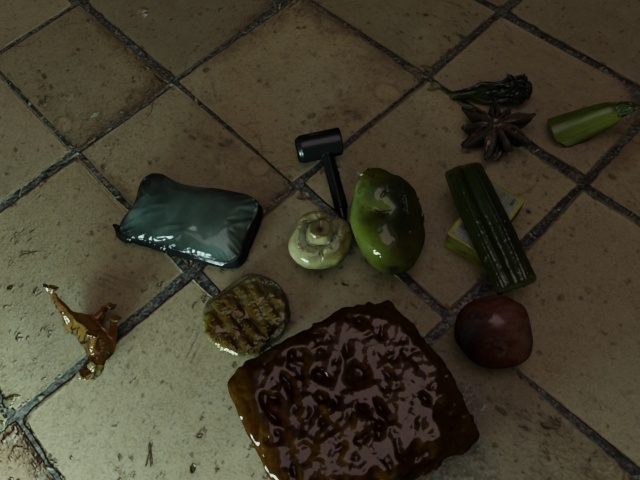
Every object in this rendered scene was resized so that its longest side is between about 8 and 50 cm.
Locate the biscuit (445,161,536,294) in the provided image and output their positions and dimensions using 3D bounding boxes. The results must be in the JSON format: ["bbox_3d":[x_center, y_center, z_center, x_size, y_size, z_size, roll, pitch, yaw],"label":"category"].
[{"bbox_3d":[0.362,-0.039,1.318,0.099,0.038,0.323,-16,63,-1],"label":"biscuit"}]

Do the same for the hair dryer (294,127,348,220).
[{"bbox_3d":[0.014,-0.153,1.480,0.114,0.071,0.248,-12,69,-2],"label":"hair dryer"}]

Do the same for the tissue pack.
[{"bbox_3d":[0.367,-0.039,1.373,0.095,0.062,0.176,34,68,19],"label":"tissue pack"}]

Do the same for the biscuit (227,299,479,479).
[{"bbox_3d":[0.051,0.316,1.149,0.394,0.166,0.343,-29,60,-9],"label":"biscuit"}]

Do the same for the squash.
[{"bbox_3d":[0.661,-0.288,1.478,0.200,0.075,0.090,-15,39,22],"label":"squash"}]

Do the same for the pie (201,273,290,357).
[{"bbox_3d":[-0.158,0.165,1.320,0.195,0.046,0.195,-3,60,5],"label":"pie"}]

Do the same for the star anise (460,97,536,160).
[{"bbox_3d":[0.431,-0.276,1.498,0.195,0.065,0.183,-17,58,8],"label":"star anise"}]

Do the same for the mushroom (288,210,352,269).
[{"bbox_3d":[0.000,0.000,1.359,0.147,0.112,0.148,2,58,-3],"label":"mushroom"}]

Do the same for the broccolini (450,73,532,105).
[{"bbox_3d":[0.436,-0.380,1.555,0.202,0.068,0.091,-5,80,4],"label":"broccolini"}]

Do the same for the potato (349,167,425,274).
[{"bbox_3d":[0.149,-0.044,1.343,0.169,0.143,0.248,1,61,-13],"label":"potato"}]

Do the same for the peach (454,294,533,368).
[{"bbox_3d":[0.336,0.180,1.219,0.151,0.152,0.152,-2,61,4],"label":"peach"}]

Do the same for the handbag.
[{"bbox_3d":[-0.312,-0.051,1.444,0.332,0.075,0.192,14,67,9],"label":"handbag"}]

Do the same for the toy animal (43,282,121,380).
[{"bbox_3d":[-0.523,0.178,1.332,0.255,0.114,0.116,40,114,28],"label":"toy animal"}]
